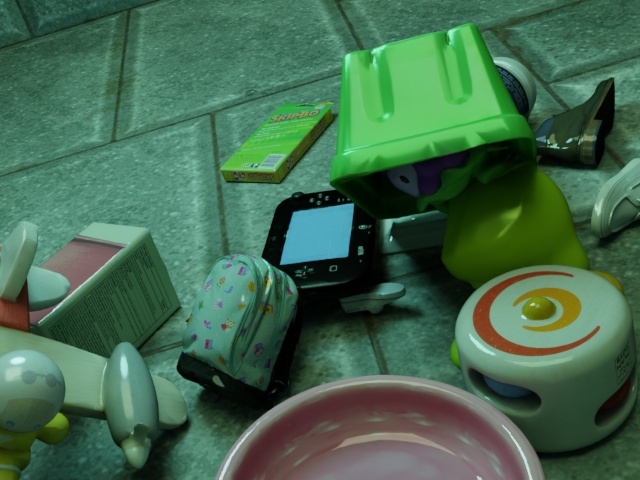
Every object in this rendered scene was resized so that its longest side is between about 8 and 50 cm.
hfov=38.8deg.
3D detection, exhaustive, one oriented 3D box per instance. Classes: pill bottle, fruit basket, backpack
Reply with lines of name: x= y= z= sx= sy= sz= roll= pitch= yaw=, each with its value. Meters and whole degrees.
pill bottle: x=0.254 y=-0.206 z=1.495 sx=0.153 sy=0.153 sz=0.265 roll=5 pitch=29 yaw=31
fruit basket: x=0.184 y=-0.056 z=1.190 sx=0.283 sy=0.392 sz=0.392 roll=-11 pitch=32 yaw=12
backpack: x=-0.102 y=0.111 z=1.174 sx=0.152 sy=0.115 sz=0.182 roll=18 pitch=82 yaw=37

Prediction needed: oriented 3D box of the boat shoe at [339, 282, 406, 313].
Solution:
boat shoe: x=0.074 y=0.084 z=1.261 sx=0.100 sy=0.035 sz=0.035 roll=-11 pitch=20 yaw=24

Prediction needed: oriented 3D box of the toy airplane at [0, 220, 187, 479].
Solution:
toy airplane: x=-0.363 y=0.154 z=1.027 sx=0.272 sy=0.384 sz=0.386 roll=-18 pitch=14 yaw=48

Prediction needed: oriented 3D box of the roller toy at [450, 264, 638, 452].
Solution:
roller toy: x=0.253 y=0.123 z=1.013 sx=0.209 sy=0.146 sz=0.191 roll=-14 pitch=33 yaw=5

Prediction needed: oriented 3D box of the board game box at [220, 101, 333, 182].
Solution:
board game box: x=-0.076 y=-0.195 z=1.759 sx=0.124 sy=0.039 sz=0.259 roll=4 pitch=41 yaw=29

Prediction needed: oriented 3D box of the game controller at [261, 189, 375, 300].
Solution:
game controller: x=0.000 y=0.000 z=1.367 sx=0.167 sy=0.067 sz=0.319 roll=-15 pitch=26 yaw=13

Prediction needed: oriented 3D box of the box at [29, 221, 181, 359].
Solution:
box: x=-0.340 y=0.099 z=1.327 sx=0.127 sy=0.148 sz=0.232 roll=7 pitch=38 yaw=34

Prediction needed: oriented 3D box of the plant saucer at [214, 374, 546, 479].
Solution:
plant saucer: x=0.057 y=0.273 z=0.908 sx=0.332 sy=0.084 sz=0.332 roll=-6 pitch=32 yaw=4

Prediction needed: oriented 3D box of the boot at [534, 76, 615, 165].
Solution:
boot: x=0.421 y=-0.204 z=1.496 sx=0.106 sy=0.082 sz=0.219 roll=5 pitch=40 yaw=27

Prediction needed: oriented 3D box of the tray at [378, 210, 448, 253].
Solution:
tray: x=0.221 y=-0.050 z=1.402 sx=0.270 sy=0.030 sz=0.145 roll=-10 pitch=34 yaw=12

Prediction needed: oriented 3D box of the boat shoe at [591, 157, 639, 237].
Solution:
boat shoe: x=0.444 y=-0.058 z=1.287 sx=0.063 sy=0.066 sz=0.184 roll=12 pitch=33 yaw=40
